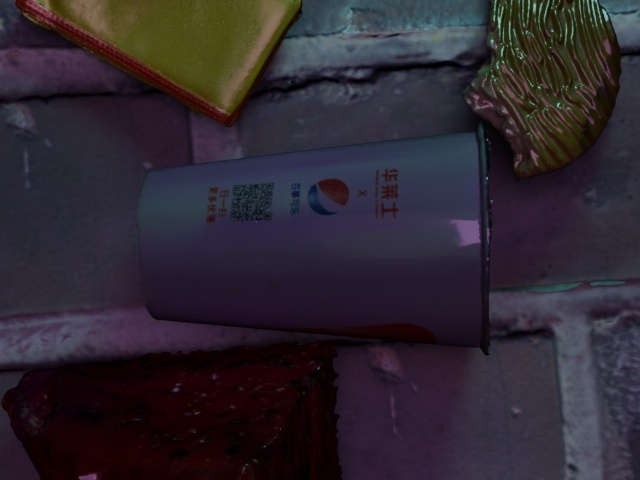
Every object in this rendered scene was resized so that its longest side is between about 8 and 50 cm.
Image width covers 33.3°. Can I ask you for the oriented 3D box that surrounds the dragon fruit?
[{"bbox_3d":[-0.112,0.169,0.901,0.330,0.302,0.240,15,51,30],"label":"dragon fruit"}]

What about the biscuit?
[{"bbox_3d":[0.193,-0.177,0.963,0.176,0.031,0.229,-21,83,-25],"label":"biscuit"}]

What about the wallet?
[{"bbox_3d":[-0.149,-0.213,0.985,0.241,0.067,0.141,30,91,7],"label":"wallet"}]

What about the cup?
[{"bbox_3d":[0.000,0.000,0.917,0.288,0.203,0.203,-1,86,6],"label":"cup"}]
